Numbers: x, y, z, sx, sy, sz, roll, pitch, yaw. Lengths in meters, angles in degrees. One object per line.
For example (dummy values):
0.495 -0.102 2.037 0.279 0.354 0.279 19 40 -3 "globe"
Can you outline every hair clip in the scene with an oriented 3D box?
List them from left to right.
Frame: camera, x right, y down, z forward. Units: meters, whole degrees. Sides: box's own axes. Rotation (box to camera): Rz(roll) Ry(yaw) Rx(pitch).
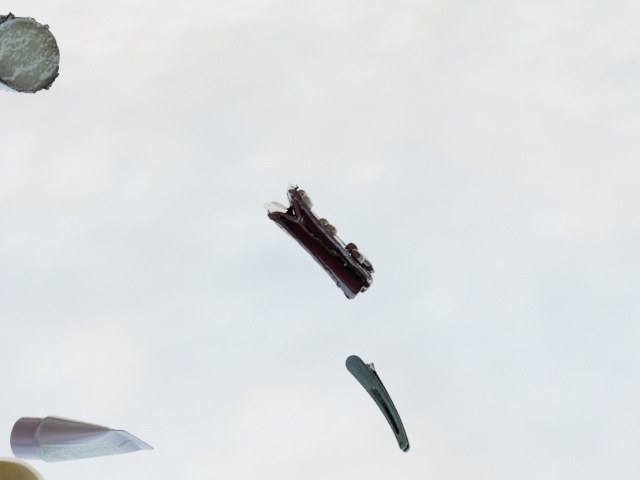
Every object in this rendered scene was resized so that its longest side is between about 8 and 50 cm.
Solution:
0.121 0.308 1.666 0.039 0.070 0.229 -47 -135 13 "hair clip"

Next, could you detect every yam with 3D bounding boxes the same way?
-0.536 -0.309 1.438 0.131 0.131 0.280 -35 -147 -32 "yam"

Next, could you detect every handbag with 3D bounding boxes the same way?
0.002 -0.002 1.481 0.074 0.216 0.203 -45 -174 3 "handbag"

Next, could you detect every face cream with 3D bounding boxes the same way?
-0.495 0.408 1.814 0.274 0.154 0.096 -2 -120 14 "face cream"

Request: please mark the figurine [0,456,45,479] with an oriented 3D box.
-0.363 0.352 1.058 0.114 0.196 0.108 12 -143 44 "figurine"
